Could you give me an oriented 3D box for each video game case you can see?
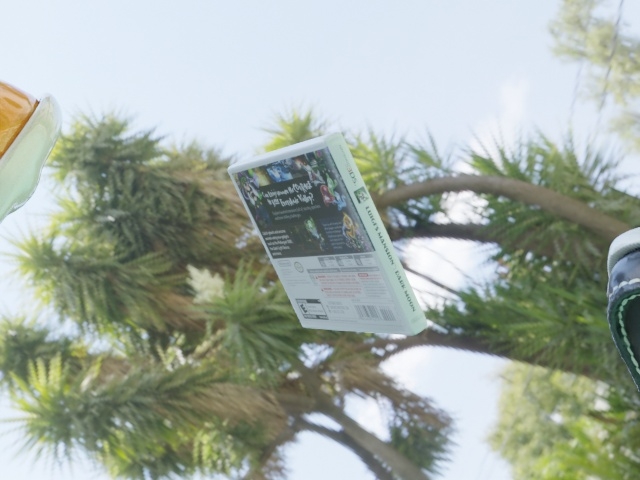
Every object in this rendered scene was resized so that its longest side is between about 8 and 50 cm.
[{"bbox_3d":[0.000,0.000,0.797,0.022,0.190,0.173,-31,-78,-26],"label":"video game case"}]

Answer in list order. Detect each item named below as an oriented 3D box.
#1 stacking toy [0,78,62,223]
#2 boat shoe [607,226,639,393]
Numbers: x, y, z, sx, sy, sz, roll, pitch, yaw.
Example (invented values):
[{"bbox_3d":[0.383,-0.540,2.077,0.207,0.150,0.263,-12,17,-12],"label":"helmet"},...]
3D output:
[{"bbox_3d":[-0.564,-0.153,1.007,0.480,0.350,0.350,40,-104,-23],"label":"stacking toy"},{"bbox_3d":[0.240,0.118,0.475,0.302,0.114,0.091,44,-120,-17],"label":"boat shoe"}]
